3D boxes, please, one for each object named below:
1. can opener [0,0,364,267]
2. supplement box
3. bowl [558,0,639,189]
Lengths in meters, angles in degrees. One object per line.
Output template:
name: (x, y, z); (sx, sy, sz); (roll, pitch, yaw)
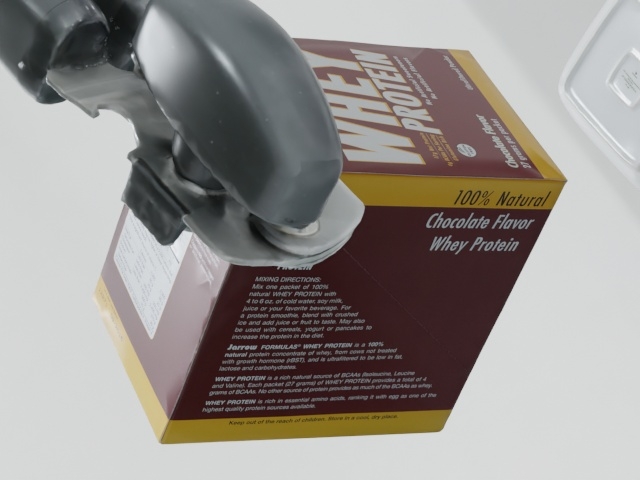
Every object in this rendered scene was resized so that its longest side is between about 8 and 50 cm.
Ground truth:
can opener: (-0.081, -0.093, 0.688); (0.074, 0.280, 0.093); (-17, -38, -44)
supplement box: (0.000, 0.000, 1.071); (0.191, 0.129, 0.194); (1, -51, -30)
bowl: (0.227, -0.110, 1.282); (0.053, 0.142, 0.142); (-2, -44, -42)
